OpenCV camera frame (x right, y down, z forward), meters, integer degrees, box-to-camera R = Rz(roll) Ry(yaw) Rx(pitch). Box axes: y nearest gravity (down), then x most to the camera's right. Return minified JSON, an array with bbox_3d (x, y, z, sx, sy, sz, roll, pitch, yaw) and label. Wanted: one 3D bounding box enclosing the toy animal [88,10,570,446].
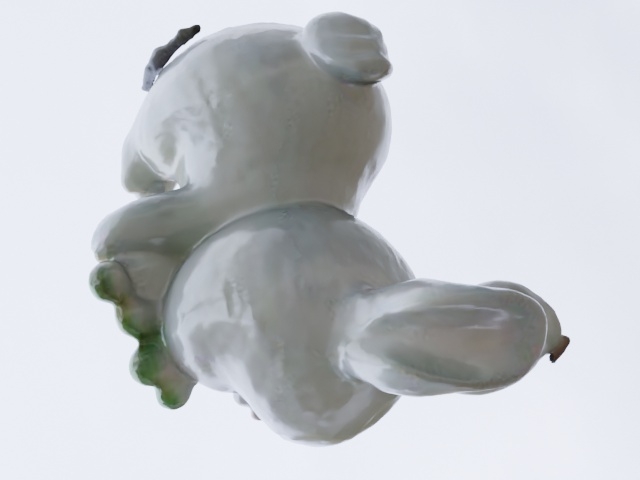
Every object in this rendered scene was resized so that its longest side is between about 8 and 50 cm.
[{"bbox_3d":[-0.004,0.004,0.859,0.183,0.247,0.310,41,-154,-51],"label":"toy animal"}]
